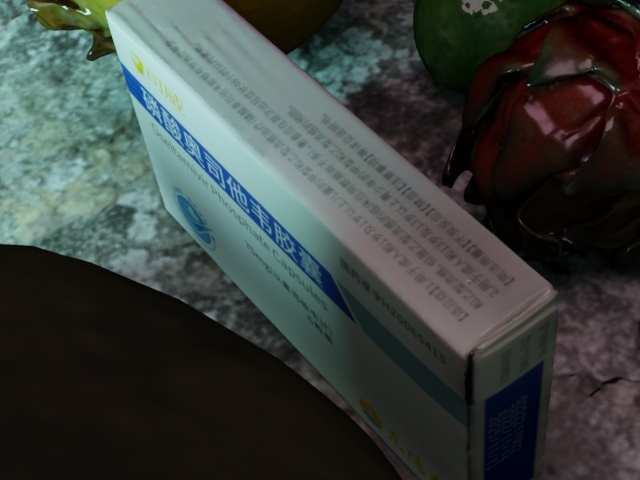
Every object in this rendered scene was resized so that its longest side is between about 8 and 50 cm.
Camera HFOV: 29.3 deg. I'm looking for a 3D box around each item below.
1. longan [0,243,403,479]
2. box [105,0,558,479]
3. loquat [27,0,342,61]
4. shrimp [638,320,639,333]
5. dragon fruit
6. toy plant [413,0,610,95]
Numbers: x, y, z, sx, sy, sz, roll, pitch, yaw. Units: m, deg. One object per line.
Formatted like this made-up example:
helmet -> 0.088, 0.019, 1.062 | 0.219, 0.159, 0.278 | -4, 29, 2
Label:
longan -> -0.121, 0.219, 0.499 | 0.404, 0.404, 0.436 | -20, 31, -5
box -> 0.000, 0.000, 0.752 | 0.065, 0.200, 0.343 | -34, 56, -18
loquat -> -0.100, -0.242, 0.899 | 0.274, 0.275, 0.275 | -4, 54, 6
shrimp -> 0.292, 0.034, 0.781 | 0.166, 0.049, 0.161 | 3, 56, 21
dragon fruit -> 0.181, -0.073, 0.796 | 0.182, 0.182, 0.189 | 17, 58, 20
toy plant -> 0.160, -0.232, 0.924 | 0.218, 0.175, 0.235 | -13, 79, -7
